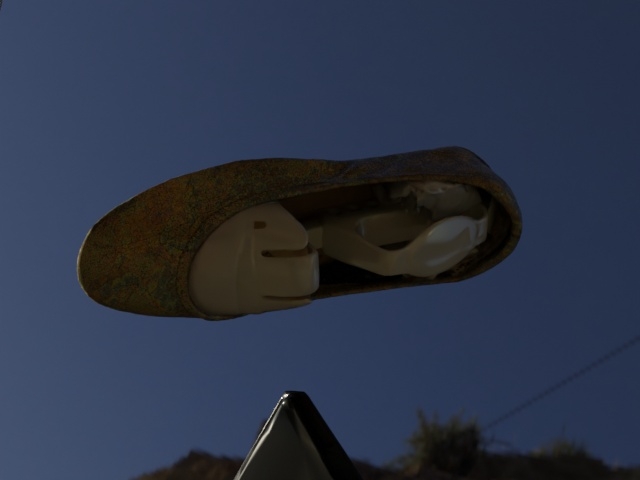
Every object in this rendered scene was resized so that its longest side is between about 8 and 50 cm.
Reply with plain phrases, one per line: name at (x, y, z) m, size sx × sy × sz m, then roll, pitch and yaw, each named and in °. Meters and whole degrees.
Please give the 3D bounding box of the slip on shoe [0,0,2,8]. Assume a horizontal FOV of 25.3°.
slip on shoe at (-0.198, -0.091, 0.662) m, size 0.123 × 0.331 × 0.101 m, roll -34°, pitch -69°, yaw -13°

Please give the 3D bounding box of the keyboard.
keyboard at (-0.014, 0.160, 0.671) m, size 0.038 × 0.100 × 0.192 m, roll -8°, pitch -38°, yaw -33°

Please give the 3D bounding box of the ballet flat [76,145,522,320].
ballet flat at (0.000, 0.000, 1.053) m, size 0.348 × 0.123 × 0.123 m, roll -10°, pitch -50°, yaw -27°
